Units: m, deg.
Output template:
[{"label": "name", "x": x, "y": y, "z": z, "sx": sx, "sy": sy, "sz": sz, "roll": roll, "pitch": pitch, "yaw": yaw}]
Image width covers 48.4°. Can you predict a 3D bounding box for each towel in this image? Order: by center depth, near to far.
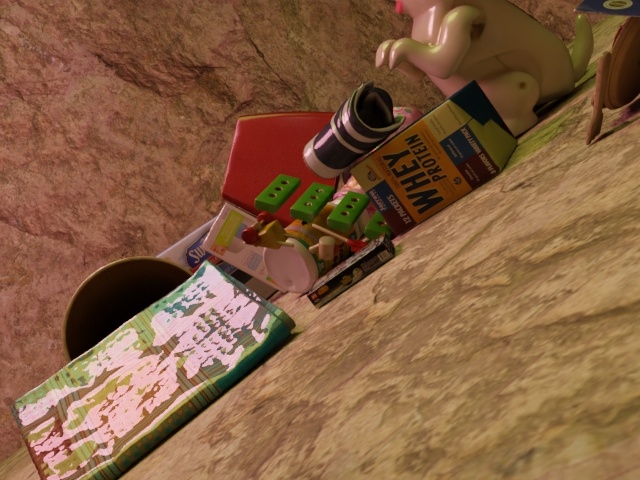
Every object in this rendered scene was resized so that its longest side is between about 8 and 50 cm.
[{"label": "towel", "x": -0.239, "y": 0.177, "z": 0.988, "sx": 0.370, "sy": 0.040, "sz": 0.271, "roll": -37, "pitch": 33, "yaw": -18}]

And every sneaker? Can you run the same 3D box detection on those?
[{"label": "sneaker", "x": 0.089, "y": -0.216, "z": 1.203, "sx": 0.153, "sy": 0.099, "sz": 0.282, "roll": -41, "pitch": 6, "yaw": 43}]

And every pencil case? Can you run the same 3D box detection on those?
[{"label": "pencil case", "x": 0.131, "y": -0.159, "z": 1.511, "sx": 0.124, "sy": 0.124, "sz": 0.284, "roll": -30, "pitch": 28, "yaw": 59}]

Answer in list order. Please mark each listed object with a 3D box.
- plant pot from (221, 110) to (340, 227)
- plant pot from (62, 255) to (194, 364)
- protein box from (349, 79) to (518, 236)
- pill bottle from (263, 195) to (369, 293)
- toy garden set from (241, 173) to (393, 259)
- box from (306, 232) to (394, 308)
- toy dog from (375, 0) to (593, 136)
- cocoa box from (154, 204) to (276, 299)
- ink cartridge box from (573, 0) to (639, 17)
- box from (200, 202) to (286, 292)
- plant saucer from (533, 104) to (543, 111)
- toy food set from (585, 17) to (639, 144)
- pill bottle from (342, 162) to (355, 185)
[{"label": "plant pot", "x": -0.077, "y": -0.152, "z": 1.586, "sx": 0.267, "sy": 0.236, "sz": 0.267, "roll": 38, "pitch": -115, "yaw": -87}, {"label": "plant pot", "x": -0.295, "y": 0.179, "z": 1.226, "sx": 0.237, "sy": 0.237, "sz": 0.254, "roll": -37, "pitch": -11, "yaw": -18}, {"label": "protein box", "x": 0.192, "y": -0.140, "z": 1.179, "sx": 0.201, "sy": 0.136, "sz": 0.200, "roll": -34, "pitch": 5, "yaw": 31}, {"label": "pill bottle", "x": 0.000, "y": 0.000, "z": 1.325, "sx": 0.208, "sy": 0.117, "sz": 0.118, "roll": -39, "pitch": 5, "yaw": -42}, {"label": "toy garden set", "x": 0.000, "y": -0.024, "z": 1.217, "sx": 0.204, "sy": 0.244, "sz": 0.049, "roll": -53, "pitch": -27, "yaw": -52}, {"label": "box", "x": 0.046, "y": 0.043, "z": 1.053, "sx": 0.137, "sy": 0.027, "sz": 0.094, "roll": -36, "pitch": 3, "yaw": 10}, {"label": "toy dog", "x": 0.292, "y": -0.404, "z": 1.352, "sx": 0.396, "sy": 0.407, "sz": 0.284, "roll": -28, "pitch": 12, "yaw": 14}, {"label": "cocoa box", "x": -0.293, "y": 0.118, "z": 1.644, "sx": 0.231, "sy": 0.228, "sz": 0.347, "roll": -32, "pitch": 5, "yaw": 47}, {"label": "ink cartridge box", "x": 0.424, "y": -0.294, "z": 0.769, "sx": 0.223, "sy": 0.045, "sz": 0.224, "roll": 18, "pitch": 43, "yaw": 35}, {"label": "box", "x": -0.137, "y": 0.014, "z": 1.523, "sx": 0.114, "sy": 0.203, "sz": 0.103, "roll": -61, "pitch": 4, "yaw": 0}, {"label": "plant saucer", "x": 0.474, "y": -0.320, "z": 1.622, "sx": 0.278, "sy": 0.041, "sz": 0.278, "roll": -35, "pitch": 4, "yaw": 3}, {"label": "toy food set", "x": 0.351, "y": -0.209, "z": 0.822, "sx": 0.192, "sy": 0.132, "sz": 0.039, "roll": -38, "pitch": 49, "yaw": -27}, {"label": "pill bottle", "x": 0.141, "y": -0.169, "z": 1.753, "sx": 0.169, "sy": 0.169, "sz": 0.301, "roll": -35, "pitch": 4, "yaw": 9}]
